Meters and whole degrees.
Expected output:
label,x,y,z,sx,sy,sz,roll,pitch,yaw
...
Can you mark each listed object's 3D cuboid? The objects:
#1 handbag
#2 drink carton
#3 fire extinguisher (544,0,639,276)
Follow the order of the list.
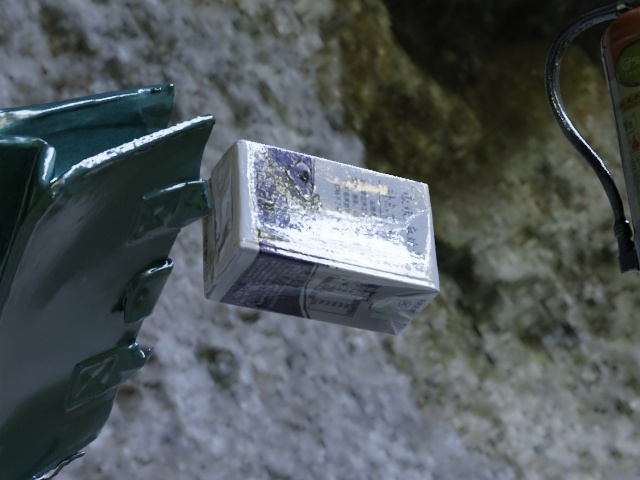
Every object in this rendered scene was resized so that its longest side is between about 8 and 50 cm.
label,x,y,z,sx,sy,sz,roll,pitch,yaw
handbag,-0.205,0.047,1.225,0.238,0.089,0.326,-23,-40,-54
drink carton,0.001,-0.001,1.590,0.222,0.134,0.102,12,-39,-22
fire extinguisher,0.338,-0.130,1.704,0.200,0.376,0.113,-10,-19,16
